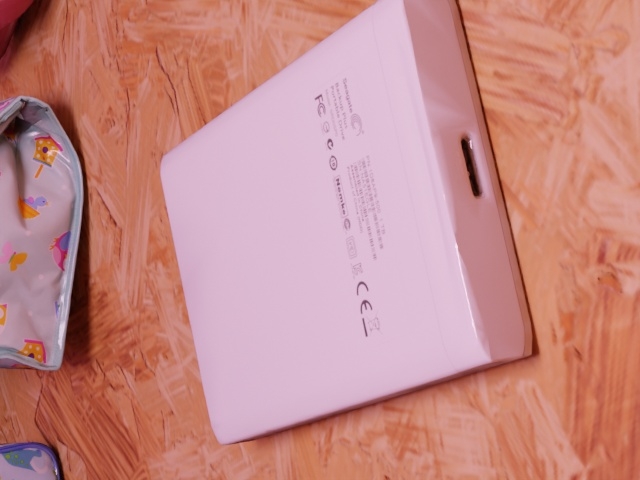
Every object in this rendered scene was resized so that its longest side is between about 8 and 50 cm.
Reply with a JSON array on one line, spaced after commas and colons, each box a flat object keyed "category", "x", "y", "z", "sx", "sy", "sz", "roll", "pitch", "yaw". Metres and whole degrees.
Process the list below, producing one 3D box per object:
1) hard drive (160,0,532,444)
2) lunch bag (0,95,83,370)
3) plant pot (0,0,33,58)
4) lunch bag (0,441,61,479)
[{"category": "hard drive", "x": 0.000, "y": 0.000, "z": 1.036, "sx": 0.353, "sy": 0.047, "sz": 0.233, "roll": -27, "pitch": 73, "yaw": 56}, {"category": "lunch bag", "x": -0.332, "y": -0.008, "z": 1.477, "sx": 0.223, "sy": 0.160, "sz": 0.262, "roll": -5, "pitch": 79, "yaw": 62}, {"category": "plant pot", "x": -0.364, "y": -0.253, "z": 1.468, "sx": 0.180, "sy": 0.201, "sz": 0.201, "roll": 113, "pitch": 141, "yaw": -63}, {"category": "lunch bag", "x": -0.339, "y": 0.318, "z": 1.521, "sx": 0.090, "sy": 0.176, "sz": 0.219, "roll": -15, "pitch": 82, "yaw": 59}]
